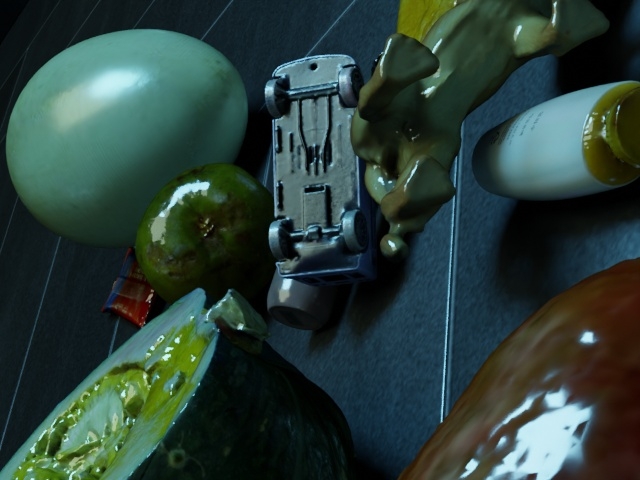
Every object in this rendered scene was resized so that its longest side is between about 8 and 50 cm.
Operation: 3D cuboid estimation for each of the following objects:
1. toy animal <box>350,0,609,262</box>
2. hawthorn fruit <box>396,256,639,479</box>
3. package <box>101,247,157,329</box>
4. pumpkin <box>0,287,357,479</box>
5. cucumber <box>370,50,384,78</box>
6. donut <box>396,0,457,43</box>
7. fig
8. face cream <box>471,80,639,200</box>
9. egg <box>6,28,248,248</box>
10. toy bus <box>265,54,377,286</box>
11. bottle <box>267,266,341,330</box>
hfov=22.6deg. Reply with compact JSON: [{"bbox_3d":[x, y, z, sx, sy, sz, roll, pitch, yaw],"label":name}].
[{"bbox_3d":[0.102,-0.117,1.029,0.312,0.097,0.157,-50,0,-12],"label":"toy animal"},{"bbox_3d":[0.123,0.155,0.474,0.311,0.295,0.295,93,-160,-80],"label":"hawthorn fruit"},{"bbox_3d":[-0.201,0.050,1.749,0.083,0.022,0.200,-64,19,-6],"label":"package"},{"bbox_3d":[-0.081,0.183,1.042,0.263,0.197,0.293,-47,15,7],"label":"pumpkin"},{"bbox_3d":[0.069,-0.094,1.227,0.053,0.053,0.181,-52,25,29],"label":"cucumber"},{"bbox_3d":[0.117,-0.206,1.226,0.162,0.065,0.178,-48,25,48],"label":"donut"},{"bbox_3d":[-0.082,0.010,1.422,0.126,0.185,0.133,24,82,30],"label":"fig"},{"bbox_3d":[0.150,-0.057,0.965,0.072,0.051,0.182,-59,16,-15],"label":"face cream"},{"bbox_3d":[-0.194,-0.111,1.651,0.295,0.218,0.218,-28,38,42],"label":"egg"},{"bbox_3d":[0.004,-0.052,1.204,0.073,0.076,0.167,-6,75,22],"label":"toy bus"},{"bbox_3d":[0.000,0.000,1.266,0.053,0.053,0.140,-28,40,58],"label":"bottle"}]
